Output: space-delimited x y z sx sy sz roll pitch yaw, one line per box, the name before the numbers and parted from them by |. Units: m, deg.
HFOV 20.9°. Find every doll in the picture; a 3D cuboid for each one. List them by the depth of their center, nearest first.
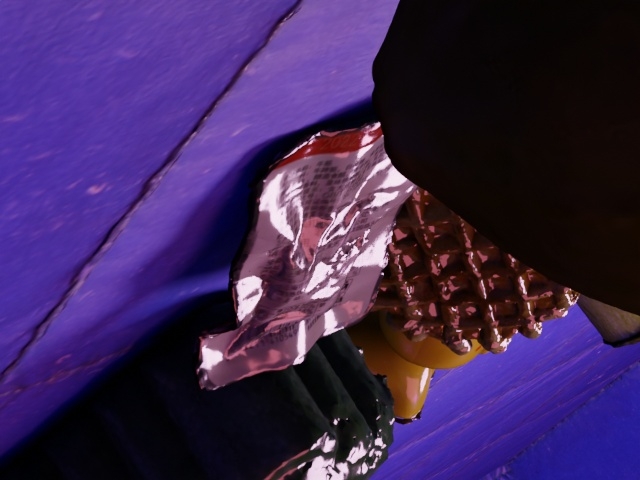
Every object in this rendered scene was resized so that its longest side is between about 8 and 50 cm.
doll | 0.080 0.048 1.376 0.143 0.135 0.221 -65 -178 -39

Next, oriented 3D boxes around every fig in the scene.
fig | 0.177 -0.094 0.764 0.316 0.316 0.316 -32 167 -9

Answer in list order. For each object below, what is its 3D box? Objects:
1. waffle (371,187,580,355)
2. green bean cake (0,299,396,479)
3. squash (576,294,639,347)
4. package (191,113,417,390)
waffle | 0.096 0.014 1.206 0.169 0.183 0.036 -52 -159 40
green bean cake | -0.078 0.179 1.321 0.308 0.169 0.300 -41 165 22
squash | 0.379 0.012 2.018 0.220 0.133 0.220 -43 180 0
package | 0.000 0.000 1.097 0.166 0.040 0.232 -24 148 -34
